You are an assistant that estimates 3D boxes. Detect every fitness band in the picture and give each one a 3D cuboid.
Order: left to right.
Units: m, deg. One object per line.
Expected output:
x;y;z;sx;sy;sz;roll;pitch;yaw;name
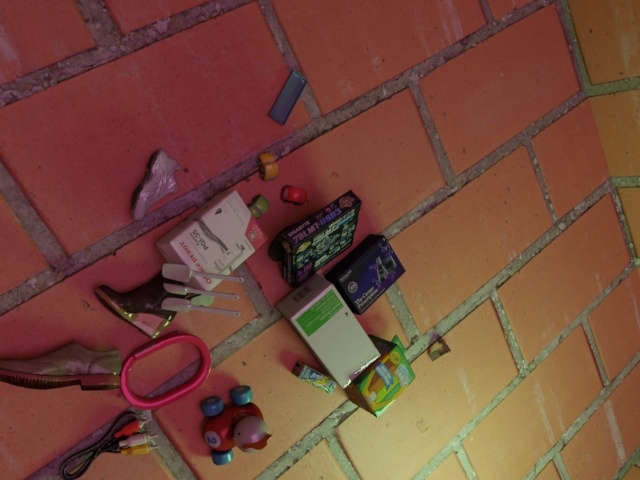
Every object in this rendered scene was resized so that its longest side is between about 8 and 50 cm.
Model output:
-0.492;0.413;1.713;0.290;0.054;0.209;-22;107;-25;fitness band

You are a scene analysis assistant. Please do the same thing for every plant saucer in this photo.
-0.113;-0.498;1.875;0.067;0.018;0.192;32;79;-28;plant saucer

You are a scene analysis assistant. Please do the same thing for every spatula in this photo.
-0.355;0.153;1.614;0.241;0.019;0.168;9;112;-4;spatula

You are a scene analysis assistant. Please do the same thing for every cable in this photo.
-0.645;0.620;1.627;0.287;0.072;0.140;-17;97;-27;cable

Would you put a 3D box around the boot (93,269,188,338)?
-0.542;0.159;1.661;0.248;0.090;0.207;43;61;-24;boot

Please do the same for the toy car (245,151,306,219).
-0.172;-0.155;1.846;0.239;0.053;0.225;47;71;-24;toy car

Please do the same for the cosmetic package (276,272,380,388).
0.030;0.322;1.919;0.197;0.155;0.366;-41;115;-12;cosmetic package

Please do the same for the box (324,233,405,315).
0.172;0.126;2.039;0.261;0.103;0.184;-42;110;-20;box

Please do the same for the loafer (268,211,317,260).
-0.066;-0.020;1.899;0.267;0.084;0.096;-38;110;-22;loafer

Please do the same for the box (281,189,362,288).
0.000;0.000;1.840;0.295;0.293;0.073;-36;66;-22;box

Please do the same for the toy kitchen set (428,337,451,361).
0.501;0.464;2.295;0.083;0.075;0.068;9;46;-61;toy kitchen set

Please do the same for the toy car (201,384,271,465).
-0.258;0.629;1.752;0.210;0.238;0.220;-14;100;-28;toy car

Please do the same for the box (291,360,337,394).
-0.021;0.506;1.979;0.168;0.059;0.054;35;79;-27;box

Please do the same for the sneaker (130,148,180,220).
-0.496;-0.157;1.645;0.115;0.090;0.232;29;81;-32;sneaker

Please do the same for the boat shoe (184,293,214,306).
-0.394;0.194;1.741;0.125;0.038;0.046;-15;107;-62;boat shoe

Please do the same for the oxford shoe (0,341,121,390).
-0.752;0.356;1.543;0.348;0.123;0.130;12;62;-29;oxford shoe

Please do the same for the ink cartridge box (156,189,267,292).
-0.339;0.004;1.705;0.283;0.117;0.207;-44;114;-30;ink cartridge box

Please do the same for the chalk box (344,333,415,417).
0.226;0.489;2.050;0.289;0.179;0.180;-41;112;-21;chalk box
